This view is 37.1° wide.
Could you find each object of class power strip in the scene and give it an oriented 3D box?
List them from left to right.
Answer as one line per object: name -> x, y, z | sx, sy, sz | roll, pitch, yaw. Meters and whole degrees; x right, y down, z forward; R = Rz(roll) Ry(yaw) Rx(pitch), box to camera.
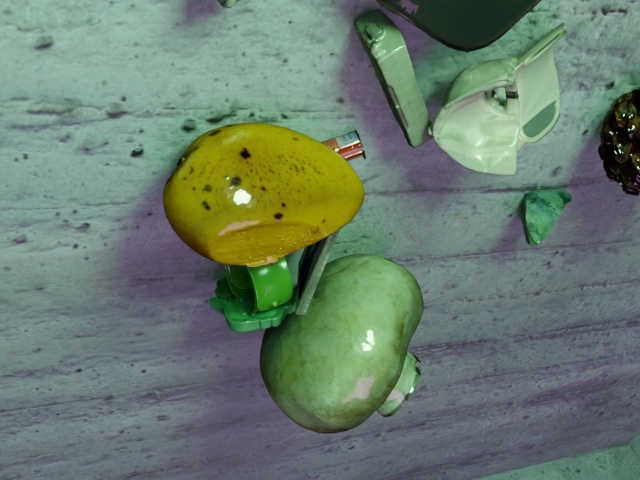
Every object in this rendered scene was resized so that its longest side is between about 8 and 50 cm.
power strip -> 0.113, -0.217, 1.358 | 0.048, 0.080, 0.286 | -27, 150, 3

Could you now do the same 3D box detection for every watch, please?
watch -> -0.119, 0.059, 1.583 | 0.131, 0.165, 0.152 | -19, 128, -21

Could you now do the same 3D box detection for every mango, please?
mango -> -0.079, -0.073, 1.339 | 0.290, 0.191, 0.160 | -3, 151, -21

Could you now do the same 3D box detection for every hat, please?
hat -> 0.205, -0.395, 1.112 | 0.238, 0.209, 0.336 | 26, 145, -27
hat -> 0.270, -0.230, 1.418 | 0.164, 0.226, 0.219 | 13, 147, 19

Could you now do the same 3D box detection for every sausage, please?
sausage -> -0.005, -0.124, 1.452 | 0.145, 0.048, 0.050 | -20, 125, -6

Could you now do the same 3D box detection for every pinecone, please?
pinecone -> 0.583, -0.162, 1.643 | 0.221, 0.221, 0.221 | -17, 148, -11

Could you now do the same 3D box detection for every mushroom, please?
mushroom -> 0.049, 0.181, 1.692 | 0.260, 0.352, 0.352 | 36, 123, -13

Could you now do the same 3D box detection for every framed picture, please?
framed picture -> 0.000, 0.000, 1.516 | 0.015, 0.150, 0.203 | 16, 122, -10

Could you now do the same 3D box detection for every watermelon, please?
watermelon -> 0.415, -0.045, 1.816 | 0.180, 0.081, 0.094 | -40, 153, -60

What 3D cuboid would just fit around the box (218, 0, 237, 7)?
box -> -0.083, -0.328, 1.055 | 0.062, 0.089, 0.122 | -12, 149, -37
